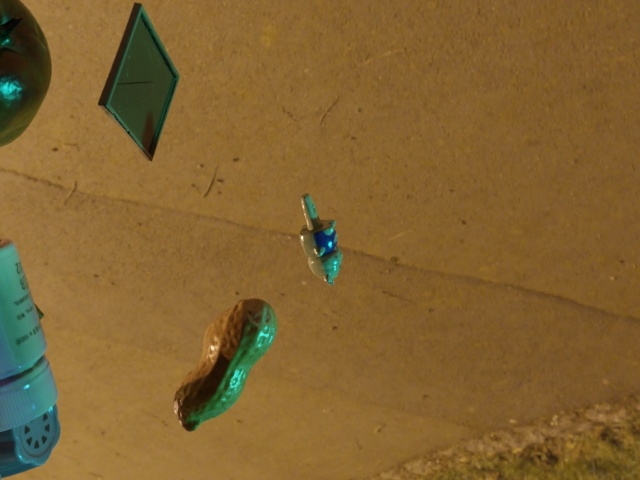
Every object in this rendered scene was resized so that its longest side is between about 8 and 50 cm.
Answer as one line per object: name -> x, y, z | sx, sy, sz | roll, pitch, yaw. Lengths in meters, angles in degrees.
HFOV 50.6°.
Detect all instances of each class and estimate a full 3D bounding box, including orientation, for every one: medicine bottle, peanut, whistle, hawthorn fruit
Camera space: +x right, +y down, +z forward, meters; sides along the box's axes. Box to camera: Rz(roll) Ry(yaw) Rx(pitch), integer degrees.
medicine bottle -> -0.729, 0.206, 1.491 | 0.219, 0.219, 0.389 | -7, 105, 23
peanut -> -0.165, 0.211, 1.157 | 0.101, 0.117, 0.263 | 26, 96, -30
whistle -> 0.000, 0.000, 1.666 | 0.092, 0.110, 0.245 | -12, 108, 12
hawthorn fruit -> -0.573, -0.299, 1.106 | 0.300, 0.268, 0.268 | -29, 124, 28

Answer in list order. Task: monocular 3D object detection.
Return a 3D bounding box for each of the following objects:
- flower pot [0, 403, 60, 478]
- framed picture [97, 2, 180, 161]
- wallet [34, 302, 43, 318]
flower pot -> -0.811, 0.486, 1.706 | 0.243, 0.265, 0.265 | -5, 136, 16
framed picture -> -0.411, -0.354, 1.579 | 0.022, 0.248, 0.335 | 14, 168, 6
wallet -> -0.845, 0.144, 1.817 | 0.132, 0.039, 0.243 | 15, 150, 6
